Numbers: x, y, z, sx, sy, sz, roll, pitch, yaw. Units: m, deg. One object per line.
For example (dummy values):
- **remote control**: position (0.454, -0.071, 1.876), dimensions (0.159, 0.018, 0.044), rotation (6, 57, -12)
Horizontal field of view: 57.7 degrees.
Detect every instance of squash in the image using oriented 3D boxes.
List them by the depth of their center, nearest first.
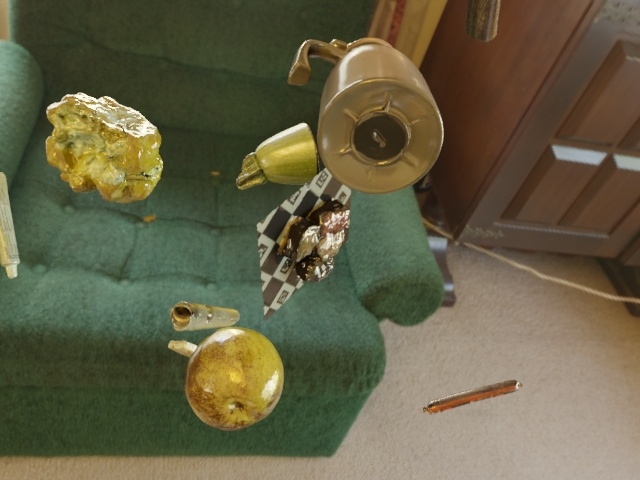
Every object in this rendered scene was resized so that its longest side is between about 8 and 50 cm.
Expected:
- **squash**: position (-0.079, -0.130, 0.951), dimensions (0.132, 0.105, 0.105), rotation (-13, 50, -13)

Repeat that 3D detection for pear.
- **pear**: position (-0.161, 0.273, 1.125), dimensions (0.197, 0.197, 0.197), rotation (11, 43, -10)

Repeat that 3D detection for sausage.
- **sausage**: position (0.277, 0.284, 1.055), dimensions (0.198, 0.028, 0.025), rotation (-12, 44, -10)

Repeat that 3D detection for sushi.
- **sushi**: position (0.000, 0.000, 0.908), dimensions (0.047, 0.219, 0.231), rotation (29, 52, 24)

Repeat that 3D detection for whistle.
- **whistle**: position (-0.281, 0.191, 1.444), dimensions (0.068, 0.326, 0.057), rotation (-38, 77, 3)

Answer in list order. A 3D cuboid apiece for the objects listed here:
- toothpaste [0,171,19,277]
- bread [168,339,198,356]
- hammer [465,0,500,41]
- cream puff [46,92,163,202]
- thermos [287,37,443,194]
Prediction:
- **toothpaste**: position (-0.573, -0.029, 1.048), dimensions (0.048, 0.029, 0.197), rotation (-6, 83, -65)
- **bread**: position (-0.290, 0.277, 1.400), dimensions (0.154, 0.068, 0.028), rotation (37, 60, -37)
- **hammer**: position (0.277, -0.437, 0.961), dimensions (0.242, 0.409, 0.095), rotation (42, 89, 15)
- **cream puff**: position (-0.390, -0.159, 1.058), dimensions (0.221, 0.194, 0.195), rotation (36, 44, 10)
- **thermos**: position (0.037, -0.144, 0.553), dimensions (0.137, 0.105, 0.193), rotation (20, 34, -12)
